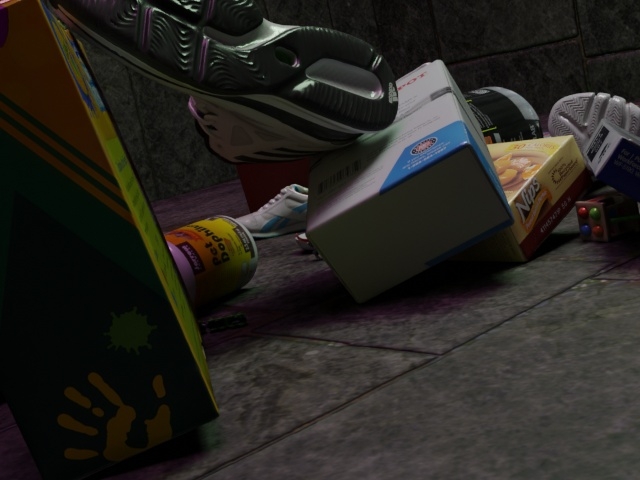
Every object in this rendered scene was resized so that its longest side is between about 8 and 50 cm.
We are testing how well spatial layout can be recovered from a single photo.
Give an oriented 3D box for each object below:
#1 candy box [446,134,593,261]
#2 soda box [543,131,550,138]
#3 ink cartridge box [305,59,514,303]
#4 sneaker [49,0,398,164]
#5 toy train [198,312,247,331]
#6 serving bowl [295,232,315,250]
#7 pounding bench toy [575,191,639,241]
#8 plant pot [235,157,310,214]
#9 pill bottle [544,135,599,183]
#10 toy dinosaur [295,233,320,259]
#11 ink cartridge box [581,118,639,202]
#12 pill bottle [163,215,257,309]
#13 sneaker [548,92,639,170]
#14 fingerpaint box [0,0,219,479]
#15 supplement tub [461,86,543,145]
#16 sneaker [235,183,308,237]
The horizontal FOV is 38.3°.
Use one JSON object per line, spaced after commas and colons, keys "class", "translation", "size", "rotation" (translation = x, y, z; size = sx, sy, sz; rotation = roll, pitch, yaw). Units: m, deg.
{"class": "candy box", "translation": [0.202, -0.056, 1.314], "size": [0.183, 0.088, 0.316], "rotation": [-42, 24, -30]}
{"class": "soda box", "translation": [0.407, -0.162, 1.834], "size": [0.098, 0.091, 0.286], "rotation": [-16, 10, -30]}
{"class": "ink cartridge box", "translation": [0.107, -0.088, 1.213], "size": [0.223, 0.129, 0.307], "rotation": [-30, 25, 16]}
{"class": "sneaker", "translation": [-0.150, -0.192, 1.139], "size": [0.447, 0.169, 0.257], "rotation": [19, -28, -29]}
{"class": "toy train", "translation": [-0.131, 0.105, 1.161], "size": [0.083, 0.017, 0.023], "rotation": [-11, -1, 7]}
{"class": "serving bowl", "translation": [0.000, 0.000, 1.588], "size": [0.083, 0.027, 0.083], "rotation": [-12, 9, 2]}
{"class": "pounding bench toy", "translation": [0.379, -0.030, 1.188], "size": [0.065, 0.052, 0.083], "rotation": [-16, 10, -23]}
{"class": "plant pot", "translation": [-0.008, -0.188, 1.977], "size": [0.267, 0.267, 0.235], "rotation": [-32, 28, -34]}
{"class": "pill bottle", "translation": [0.460, -0.148, 1.624], "size": [0.108, 0.108, 0.193], "rotation": [-3, 12, 44]}
{"class": "toy dinosaur", "translation": [0.020, -0.005, 1.480], "size": [0.082, 0.047, 0.090], "rotation": [-37, -30, 16]}
{"class": "ink cartridge box", "translation": [0.416, -0.077, 1.134], "size": [0.165, 0.065, 0.332], "rotation": [30, 15, 6]}
{"class": "pill bottle", "translation": [-0.192, 0.042, 1.307], "size": [0.117, 0.117, 0.215], "rotation": [-6, 11, 33]}
{"class": "sneaker", "translation": [0.539, -0.158, 1.492], "size": [0.321, 0.125, 0.180], "rotation": [22, 18, 28]}
{"class": "fingerpaint box", "translation": [-0.257, -0.018, 0.922], "size": [0.163, 0.371, 0.445], "rotation": [-23, 11, -7]}
{"class": "supplement tub", "translation": [0.221, -0.149, 1.640], "size": [0.338, 0.207, 0.207], "rotation": [-18, 11, -37]}
{"class": "sneaker", "translation": [-0.071, -0.062, 1.860], "size": [0.228, 0.092, 0.087], "rotation": [-11, 11, 14]}
